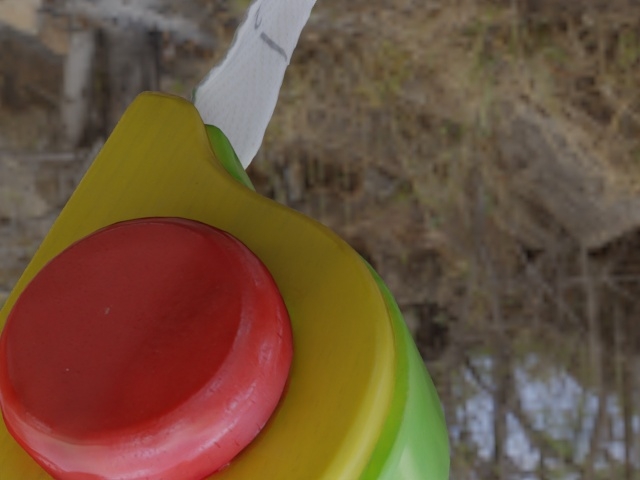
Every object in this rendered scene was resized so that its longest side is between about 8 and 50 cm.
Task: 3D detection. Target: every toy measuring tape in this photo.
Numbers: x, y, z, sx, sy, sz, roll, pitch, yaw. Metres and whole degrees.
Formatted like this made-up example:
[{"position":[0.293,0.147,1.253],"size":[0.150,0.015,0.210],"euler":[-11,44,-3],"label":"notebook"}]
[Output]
[{"position":[0.000,0.000,0.425],"size":[0.121,0.330,0.121],"euler":[22,153,12],"label":"toy measuring tape"}]
